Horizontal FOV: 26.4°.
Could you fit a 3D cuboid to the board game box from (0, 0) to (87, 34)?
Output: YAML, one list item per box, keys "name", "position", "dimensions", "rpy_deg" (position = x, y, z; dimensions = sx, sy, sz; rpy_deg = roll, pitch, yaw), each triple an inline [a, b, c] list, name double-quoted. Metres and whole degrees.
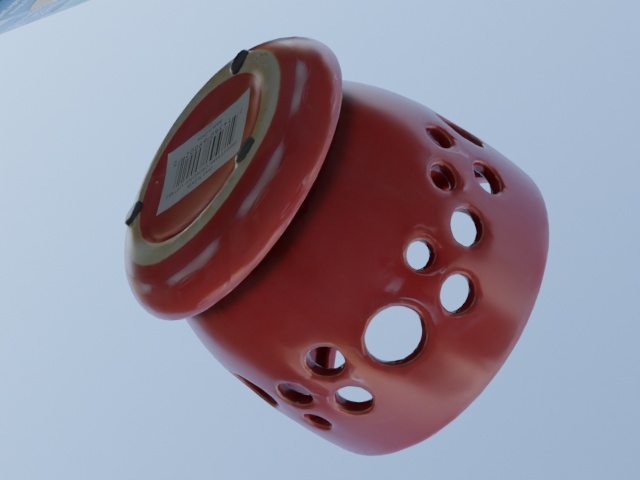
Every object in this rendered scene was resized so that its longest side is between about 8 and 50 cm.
- name: "board game box"
  position: [-0.173, -0.292, 1.228]
  dimensions: [0.336, 0.079, 0.254]
  rpy_deg: [-31, -174, -39]

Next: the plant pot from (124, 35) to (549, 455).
- name: "plant pot"
  position: [0.000, 0.000, 0.746]
  dimensions: [0.191, 0.174, 0.191]
  rpy_deg: [-40, -147, 33]
